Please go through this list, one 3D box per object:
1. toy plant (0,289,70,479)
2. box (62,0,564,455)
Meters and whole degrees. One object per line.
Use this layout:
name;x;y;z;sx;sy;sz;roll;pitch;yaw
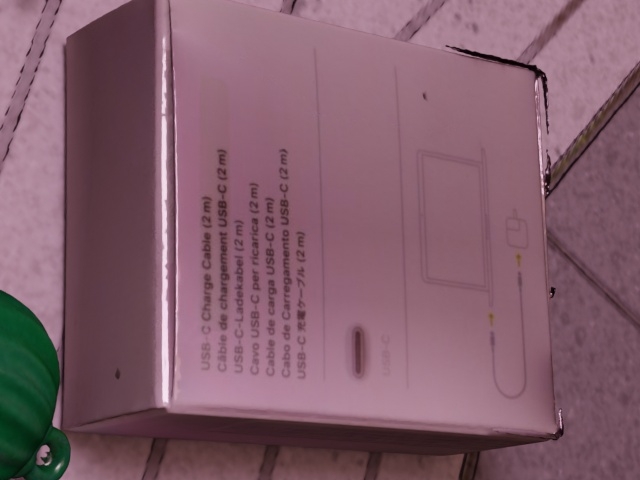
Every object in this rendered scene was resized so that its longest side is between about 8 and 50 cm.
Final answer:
toy plant;-0.184;0.067;0.782;0.200;0.105;0.143;45;63;-34
box;0.000;0.000;0.936;0.251;0.106;0.203;8;75;-37
